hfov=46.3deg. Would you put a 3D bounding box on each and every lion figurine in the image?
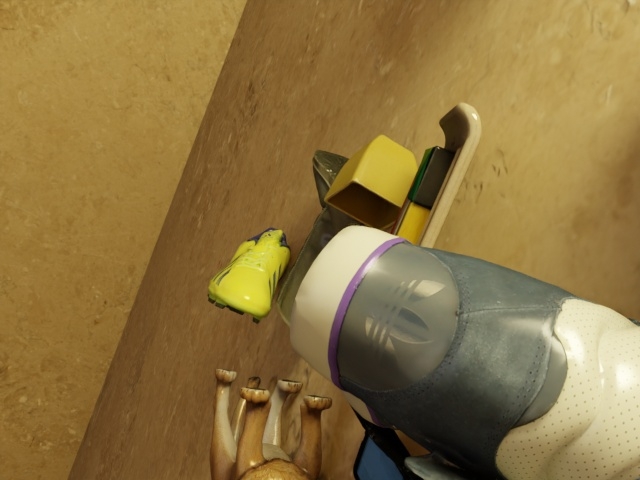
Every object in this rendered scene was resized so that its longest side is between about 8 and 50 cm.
[{"bbox_3d":[-0.078,0.294,0.913,0.392,0.142,0.240,150,128,-81],"label":"lion figurine"}]

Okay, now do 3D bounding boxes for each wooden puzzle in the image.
[{"bbox_3d":[0.086,-0.007,0.705,0.221,0.044,0.238,-50,-22,-83],"label":"wooden puzzle"}]

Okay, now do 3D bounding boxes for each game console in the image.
[{"bbox_3d":[0.043,0.206,0.720,0.071,0.107,0.122,-42,24,0],"label":"game console"}]

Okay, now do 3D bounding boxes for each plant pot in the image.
[{"bbox_3d":[0.067,-0.073,0.874,0.081,0.081,0.083,-31,33,61],"label":"plant pot"}]

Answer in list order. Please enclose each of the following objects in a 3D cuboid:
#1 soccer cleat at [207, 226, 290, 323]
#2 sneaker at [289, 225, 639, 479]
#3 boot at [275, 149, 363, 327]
[{"bbox_3d":[-0.096,0.038,1.098,0.121,0.093,0.289,-62,3,8],"label":"soccer cleat"},{"bbox_3d":[0.136,0.103,0.481,0.236,0.323,0.130,24,83,26],"label":"sneaker"},{"bbox_3d":[-0.002,-0.001,1.023,0.189,0.076,0.208,-105,30,-59],"label":"boot"}]
